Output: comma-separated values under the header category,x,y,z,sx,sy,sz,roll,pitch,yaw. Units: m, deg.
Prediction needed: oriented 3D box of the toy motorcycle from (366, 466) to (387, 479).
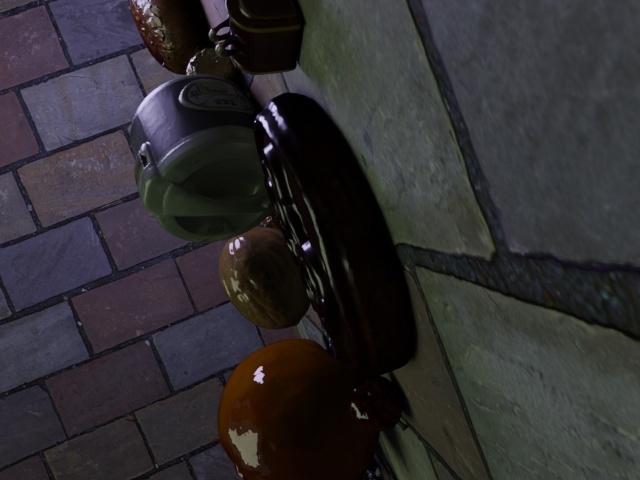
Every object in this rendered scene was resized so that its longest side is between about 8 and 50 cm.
category,x,y,z,sx,sy,sz,roll,pitch,yaw
toy motorcycle,0.170,0.649,1.474,0.213,0.084,0.118,62,172,-14

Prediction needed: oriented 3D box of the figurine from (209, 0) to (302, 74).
category,x,y,z,sx,sy,sz,roll,pitch,yaw
figurine,-0.080,-0.238,0.718,0.082,0.098,0.154,63,168,5

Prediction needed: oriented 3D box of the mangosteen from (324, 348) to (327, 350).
category,x,y,z,sx,sy,sz,roll,pitch,yaw
mangosteen,-0.001,0.365,1.566,0.184,0.172,0.172,50,177,-17

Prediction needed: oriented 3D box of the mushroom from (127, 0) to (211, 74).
category,x,y,z,sx,sy,sz,roll,pitch,yaw
mushroom,-0.390,-0.565,1.581,0.278,0.163,0.297,-123,12,-50

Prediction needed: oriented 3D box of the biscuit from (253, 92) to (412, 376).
category,x,y,z,sx,sy,sz,roll,pitch,yaw
biscuit,0.000,0.000,0.852,0.407,0.091,0.408,157,90,-82

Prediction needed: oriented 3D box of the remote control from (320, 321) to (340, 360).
category,x,y,z,sx,sy,sz,roll,pitch,yaw
remote control,0.032,0.200,1.300,0.087,0.047,0.244,60,168,26

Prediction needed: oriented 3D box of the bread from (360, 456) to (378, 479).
category,x,y,z,sx,sy,sz,roll,pitch,yaw
bread,-0.017,0.580,1.664,0.314,0.192,0.370,30,169,17

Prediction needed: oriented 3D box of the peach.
category,x,y,z,sx,sy,sz,roll,pitch,yaw
peach,-0.055,0.378,1.277,0.342,0.301,0.343,41,161,18

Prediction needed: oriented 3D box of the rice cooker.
category,x,y,z,sx,sy,sz,roll,pitch,yaw
rice cooker,-0.225,-0.157,1.218,0.288,0.288,0.277,79,168,-52

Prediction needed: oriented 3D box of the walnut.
category,x,y,z,sx,sy,sz,roll,pitch,yaw
walnut,-0.127,0.094,1.480,0.261,0.225,0.225,55,171,1

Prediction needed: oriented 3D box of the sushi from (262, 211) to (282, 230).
category,x,y,z,sx,sy,sz,roll,pitch,yaw
sushi,-0.119,-0.040,1.616,0.060,0.061,0.118,54,-174,26

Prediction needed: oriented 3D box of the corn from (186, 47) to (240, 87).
category,x,y,z,sx,sy,sz,roll,pitch,yaw
corn,-0.241,-0.313,1.422,0.344,0.131,0.131,99,148,-70

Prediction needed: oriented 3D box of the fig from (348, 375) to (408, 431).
category,x,y,z,sx,sy,sz,roll,pitch,yaw
fig,0.100,0.273,0.994,0.125,0.089,0.089,50,-173,-45
